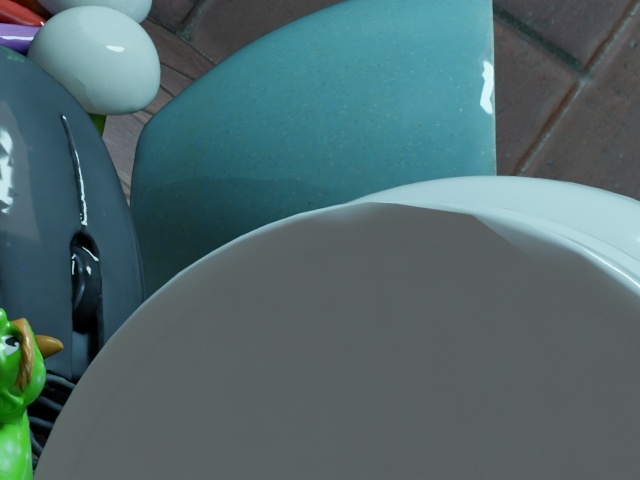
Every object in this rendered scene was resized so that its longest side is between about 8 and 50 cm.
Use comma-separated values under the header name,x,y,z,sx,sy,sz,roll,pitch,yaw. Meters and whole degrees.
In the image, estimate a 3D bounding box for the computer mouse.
name,x,y,z,sx,sy,sz,roll,pitch,yaw
computer mouse,-0.119,-0.002,0.843,0.188,0.072,0.272,20,34,-54

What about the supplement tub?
name,x,y,z,sx,sy,sz,roll,pitch,yaw
supplement tub,0.073,0.109,0.604,0.241,0.241,0.331,38,7,21

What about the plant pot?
name,x,y,z,sx,sy,sz,roll,pitch,yaw
plant pot,0.000,0.000,1.065,0.195,0.290,0.290,-1,6,4

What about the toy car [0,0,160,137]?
name,x,y,z,sx,sy,sz,roll,pitch,yaw
toy car,-0.176,-0.093,1.109,0.136,0.159,0.182,11,41,-19

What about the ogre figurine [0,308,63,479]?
name,x,y,z,sx,sy,sz,roll,pitch,yaw
ogre figurine,-0.143,0.058,0.575,0.118,0.097,0.197,14,-3,-16
